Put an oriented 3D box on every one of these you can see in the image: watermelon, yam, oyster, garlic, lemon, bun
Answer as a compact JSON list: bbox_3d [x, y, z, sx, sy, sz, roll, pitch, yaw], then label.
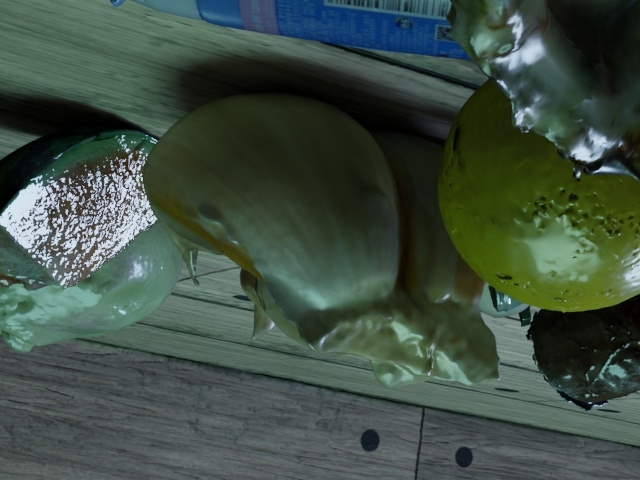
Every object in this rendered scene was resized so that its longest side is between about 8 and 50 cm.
[{"bbox_3d":[-0.233,-0.055,1.315,0.128,0.231,0.146,41,155,16],"label":"watermelon"},{"bbox_3d":[0.338,0.070,1.404,0.131,0.131,0.280,17,151,-37],"label":"yam"},{"bbox_3d":[0.138,-0.122,0.652,0.361,0.221,0.096,8,-145,-35],"label":"oyster"},{"bbox_3d":[0.000,0.000,1.190,0.286,0.249,0.313,-4,-164,-20],"label":"garlic"},{"bbox_3d":[0.164,-0.040,0.971,0.174,0.173,0.206,7,153,4],"label":"lemon"},{"bbox_3d":[-0.287,0.035,1.618,0.283,0.179,0.283,5,168,1],"label":"bun"}]

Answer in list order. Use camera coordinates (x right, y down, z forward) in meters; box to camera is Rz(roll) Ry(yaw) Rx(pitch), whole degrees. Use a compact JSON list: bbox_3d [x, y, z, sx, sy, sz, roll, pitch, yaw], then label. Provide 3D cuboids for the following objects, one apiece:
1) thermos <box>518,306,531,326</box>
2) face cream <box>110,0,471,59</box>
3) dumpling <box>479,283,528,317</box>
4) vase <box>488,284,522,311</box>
[{"bbox_3d":[0.206,0.032,1.524,0.083,0.073,0.187,47,177,12],"label":"thermos"},{"bbox_3d":[0.001,-0.147,0.762,0.264,0.083,0.149,7,163,3],"label":"face cream"},{"bbox_3d":[0.161,-0.001,1.325,0.108,0.127,0.188,30,163,16],"label":"dumpling"},{"bbox_3d":[0.241,0.011,1.217,0.214,0.086,0.086,-11,168,-2],"label":"vase"}]
